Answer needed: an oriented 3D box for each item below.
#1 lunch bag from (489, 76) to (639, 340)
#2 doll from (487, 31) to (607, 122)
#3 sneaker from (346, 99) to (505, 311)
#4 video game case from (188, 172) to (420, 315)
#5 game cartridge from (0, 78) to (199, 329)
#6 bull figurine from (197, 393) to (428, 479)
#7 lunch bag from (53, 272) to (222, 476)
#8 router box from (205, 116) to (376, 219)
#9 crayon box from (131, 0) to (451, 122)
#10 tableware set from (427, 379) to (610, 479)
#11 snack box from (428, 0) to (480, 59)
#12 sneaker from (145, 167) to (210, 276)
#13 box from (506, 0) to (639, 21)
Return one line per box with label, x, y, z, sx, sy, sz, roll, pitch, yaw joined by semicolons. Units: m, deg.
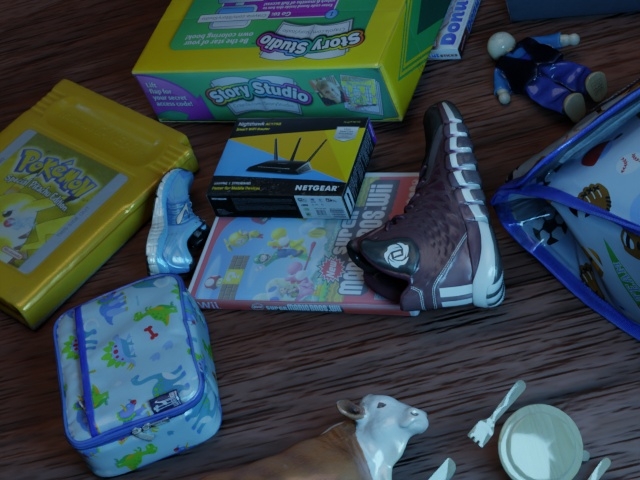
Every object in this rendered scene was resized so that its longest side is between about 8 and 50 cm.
lunch bag;0.399;-0.066;1.630;0.328;0.239;0.385;-36;32;-13
doll;0.272;-0.212;1.931;0.129;0.046;0.189;-44;42;-7
sneaker;0.103;-0.037;1.761;0.162;0.106;0.281;-12;50;3
video game case;0.000;0.000;1.857;0.285;0.025;0.204;1;50;22
game cartridge;-0.351;-0.059;2.026;0.285;0.052;0.323;26;63;36
bull figurine;-0.022;0.271;1.563;0.310;0.101;0.188;-21;47;1
lunch bag;-0.209;0.149;1.757;0.176;0.090;0.219;-20;44;6
router box;-0.034;-0.089;1.900;0.179;0.046;0.133;1;49;22
crayon box;-0.022;-0.299;2.073;0.363;0.106;0.313;2;51;28
tableware set;0.179;0.245;1.536;0.128;0.039;0.194;43;75;4
snack box;0.174;-0.306;2.071;0.064;0.022;0.178;2;50;24
sneaker;-0.170;-0.018;1.927;0.073;0.063;0.162;5;53;2
box;0.393;-0.497;2.031;0.293;0.212;0.395;-1;48;20
